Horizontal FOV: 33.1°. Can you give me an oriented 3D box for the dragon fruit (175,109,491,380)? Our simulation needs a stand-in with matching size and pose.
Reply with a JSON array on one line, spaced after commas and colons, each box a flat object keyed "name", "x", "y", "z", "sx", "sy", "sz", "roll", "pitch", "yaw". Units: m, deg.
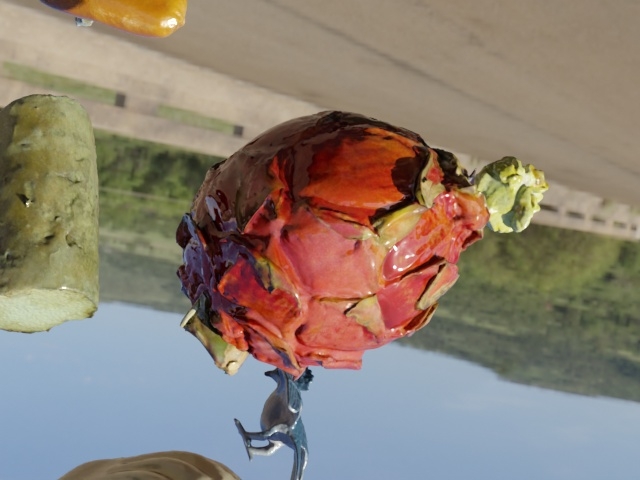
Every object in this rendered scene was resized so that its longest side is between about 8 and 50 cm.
[{"name": "dragon fruit", "x": 0.000, "y": 0.000, "z": 1.149, "sx": 0.277, "sy": 0.342, "sz": 0.277, "roll": 52, "pitch": 180, "yaw": 0}]

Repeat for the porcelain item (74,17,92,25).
[{"name": "porcelain item", "x": -0.416, "y": -0.395, "z": 1.906, "sx": 0.036, "sy": 0.028, "sz": 0.083, "roll": -31, "pitch": -158, "yaw": -13}]

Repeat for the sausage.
[{"name": "sausage", "x": -0.308, "y": -0.360, "z": 1.584, "sx": 0.238, "sy": 0.098, "sz": 0.098, "roll": 17, "pitch": 180, "yaw": 6}]

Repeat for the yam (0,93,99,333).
[{"name": "yam", "x": -0.248, "y": -0.025, "z": 0.949, "sx": 0.107, "sy": 0.194, "sz": 0.107, "roll": -4, "pitch": 156, "yaw": -2}]

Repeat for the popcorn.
[{"name": "popcorn", "x": 0.332, "y": -0.083, "z": 1.947, "sx": 0.141, "sy": 0.162, "sz": 0.135, "roll": 18, "pitch": 145, "yaw": -26}]

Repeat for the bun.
[{"name": "bun", "x": -0.203, "y": 0.302, "z": 1.088, "sx": 0.175, "sy": 0.263, "sz": 0.263, "roll": 42, "pitch": -170, "yaw": 17}]

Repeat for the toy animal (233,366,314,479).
[{"name": "toy animal", "x": -0.056, "y": 0.301, "z": 1.824, "sx": 0.176, "sy": 0.239, "sz": 0.255, "roll": -25, "pitch": -132, "yaw": -15}]
